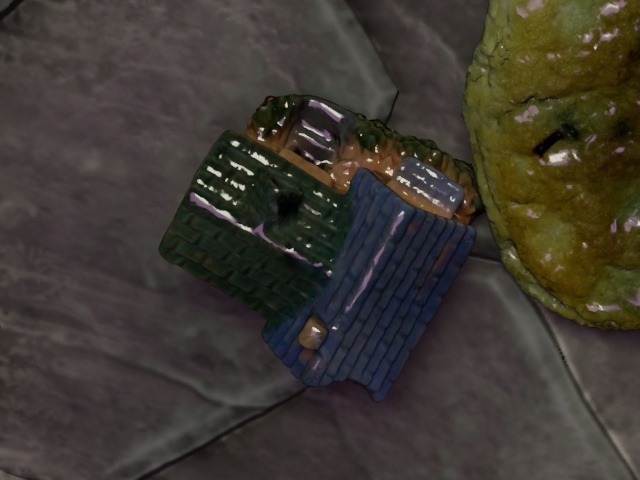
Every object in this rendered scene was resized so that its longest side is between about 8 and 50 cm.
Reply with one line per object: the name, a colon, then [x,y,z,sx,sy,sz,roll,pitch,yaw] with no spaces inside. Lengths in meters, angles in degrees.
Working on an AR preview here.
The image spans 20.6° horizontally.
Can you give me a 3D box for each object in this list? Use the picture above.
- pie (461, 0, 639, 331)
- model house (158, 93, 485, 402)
pie: [0.243,-0.084,1.152,0.323,0.070,0.323,-1,116,-3]
model house: [0.000,0.000,1.184,0.183,0.172,0.166,29,105,3]
